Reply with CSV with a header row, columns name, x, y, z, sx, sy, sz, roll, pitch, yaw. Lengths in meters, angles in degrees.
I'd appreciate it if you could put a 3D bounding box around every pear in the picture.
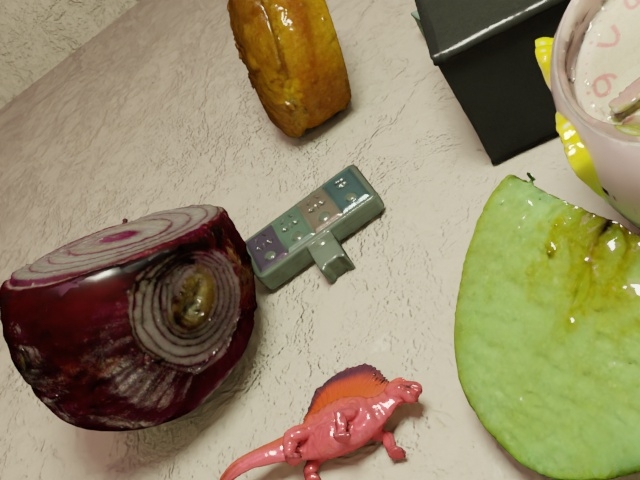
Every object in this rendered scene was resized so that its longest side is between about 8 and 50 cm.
name,x,y,z,sx,sy,sz,roll,pitch,yaw
pear,0.253,0.101,0.605,0.288,0.139,0.239,36,99,45

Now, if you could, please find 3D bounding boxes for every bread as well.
name,x,y,z,sx,sy,sz,roll,pitch,yaw
bread,-0.060,-0.345,1.171,0.172,0.312,0.312,-22,39,-4

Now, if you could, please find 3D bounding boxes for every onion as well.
name,x,y,z,sx,sy,sz,roll,pitch,yaw
onion,-0.223,0.108,0.869,0.282,0.260,0.337,-7,16,39

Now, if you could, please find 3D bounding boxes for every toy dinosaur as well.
name,x,y,z,sx,sy,sz,roll,pitch,yaw
toy dinosaur,-0.009,0.210,0.765,0.286,0.070,0.139,-28,30,19

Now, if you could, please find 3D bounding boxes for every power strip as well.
name,x,y,z,sx,sy,sz,roll,pitch,yaw
power strip,0.000,0.000,0.963,0.216,0.061,0.145,-36,45,5

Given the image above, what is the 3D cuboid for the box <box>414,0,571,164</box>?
name,x,y,z,sx,sy,sz,roll,pitch,yaw
box,0.322,-0.307,0.876,0.345,0.204,0.251,-23,42,20

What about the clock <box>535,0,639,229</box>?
name,x,y,z,sx,sy,sz,roll,pitch,yaw
clock,0.428,-0.162,0.585,0.377,0.250,0.368,-26,51,35

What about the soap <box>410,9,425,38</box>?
name,x,y,z,sx,sy,sz,roll,pitch,yaw
soap,0.268,-0.414,1.136,0.198,0.063,0.114,-36,40,5
